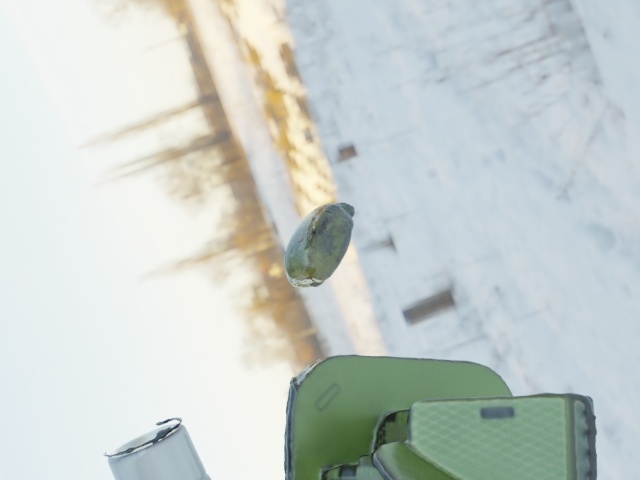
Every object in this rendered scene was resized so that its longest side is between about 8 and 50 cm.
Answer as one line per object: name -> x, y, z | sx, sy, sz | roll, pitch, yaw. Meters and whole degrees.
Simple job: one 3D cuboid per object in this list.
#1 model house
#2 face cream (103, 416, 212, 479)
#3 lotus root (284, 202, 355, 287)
model house -> 0.125, 0.174, 0.974 | 0.279, 0.205, 0.218 | -17, 71, 58
face cream -> -0.071, 0.238, 0.983 | 0.058, 0.092, 0.243 | -168, 54, -82
lotus root -> 0.000, 0.000, 1.340 | 0.049, 0.099, 0.054 | 35, 150, -7
